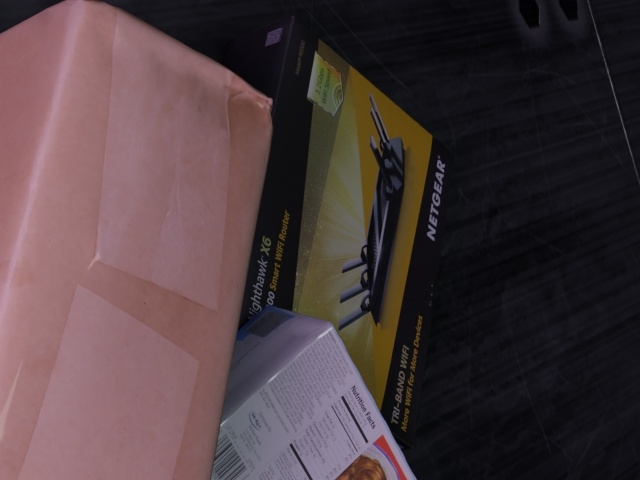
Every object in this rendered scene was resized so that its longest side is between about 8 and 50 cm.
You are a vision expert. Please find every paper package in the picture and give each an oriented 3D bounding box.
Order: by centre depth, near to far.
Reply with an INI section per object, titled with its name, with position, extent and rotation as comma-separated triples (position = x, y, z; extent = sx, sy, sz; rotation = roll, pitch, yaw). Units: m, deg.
[paper package]
position = -0.204, 0.062, 1.019
extent = 0.168, 0.309, 0.324
rotation = 33, 53, -37

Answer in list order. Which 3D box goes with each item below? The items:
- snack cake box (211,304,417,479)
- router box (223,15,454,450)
[snack cake box]
position = -0.013, 0.201, 1.338
extent = 0.152, 0.089, 0.264
rotation = -41, 120, -25
[router box]
position = 0.000, 0.000, 1.497
extent = 0.243, 0.081, 0.308
rotation = 36, 51, -39
